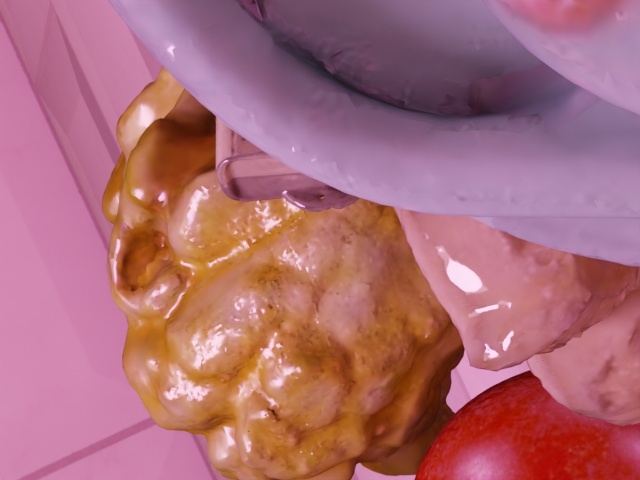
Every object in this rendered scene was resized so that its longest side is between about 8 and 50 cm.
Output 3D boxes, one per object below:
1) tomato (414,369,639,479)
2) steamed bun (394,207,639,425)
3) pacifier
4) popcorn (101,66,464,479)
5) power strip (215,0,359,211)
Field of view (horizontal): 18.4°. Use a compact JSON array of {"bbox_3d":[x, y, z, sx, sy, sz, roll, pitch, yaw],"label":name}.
[{"bbox_3d":[0.124,0.136,0.957,0.167,0.167,0.167,60,166,25],"label":"tomato"},{"bbox_3d":[0.074,-0.078,0.719,0.292,0.137,0.295,51,-168,-35],"label":"steamed bun"},{"bbox_3d":[0.074,-0.158,0.460,0.269,0.288,0.343,-85,-15,-58],"label":"pacifier"},{"bbox_3d":[0.000,0.000,1.020,0.242,0.235,0.250,50,-156,-71],"label":"popcorn"},{"bbox_3d":[-0.002,-0.130,0.925,0.034,0.092,0.268,74,-168,-53],"label":"power strip"}]
